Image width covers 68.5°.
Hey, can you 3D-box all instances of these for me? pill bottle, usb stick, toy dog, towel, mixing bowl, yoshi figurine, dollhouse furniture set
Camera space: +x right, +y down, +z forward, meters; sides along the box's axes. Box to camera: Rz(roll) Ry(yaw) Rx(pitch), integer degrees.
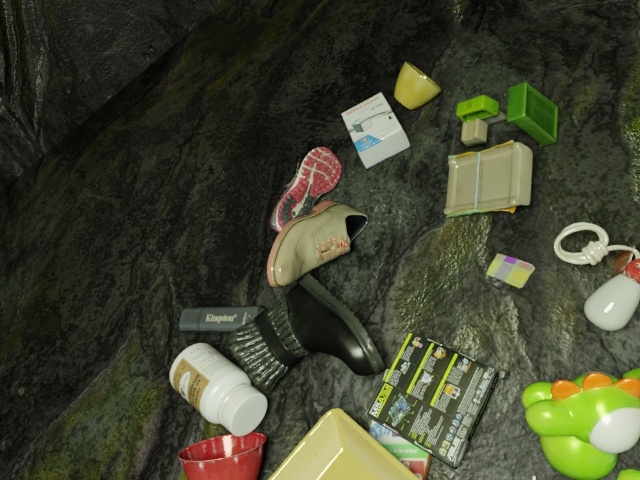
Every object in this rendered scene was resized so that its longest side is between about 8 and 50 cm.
[{"bbox_3d":[-0.234,0.343,1.085,0.229,0.131,0.131,23,71,39],"label":"pill bottle"},{"bbox_3d":[-0.263,0.211,1.254,0.278,0.045,0.077,-5,55,27],"label":"usb stick"},{"bbox_3d":[0.621,0.026,0.840,0.333,0.161,0.220,-34,49,25],"label":"toy dog"},{"bbox_3d":[0.404,0.064,1.000,0.083,0.009,0.060,24,73,40],"label":"towel"},{"bbox_3d":[-0.194,0.471,0.967,0.181,0.181,0.098,-12,82,22],"label":"mixing bowl"},{"bbox_3d":[0.494,0.289,0.705,0.362,0.203,0.203,0,86,15],"label":"yoshi figurine"},{"bbox_3d":[0.432,-0.188,1.128,0.197,0.151,0.301,-6,71,51],"label":"dollhouse furniture set"}]

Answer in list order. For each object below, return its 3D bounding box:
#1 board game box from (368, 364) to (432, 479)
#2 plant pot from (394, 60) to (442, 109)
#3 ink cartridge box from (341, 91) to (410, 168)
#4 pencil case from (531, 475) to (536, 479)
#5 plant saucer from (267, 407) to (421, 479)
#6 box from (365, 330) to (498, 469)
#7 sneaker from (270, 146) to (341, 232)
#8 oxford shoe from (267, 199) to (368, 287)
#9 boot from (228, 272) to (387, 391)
[{"bbox_3d":[0.161,0.367,0.911,0.124,0.039,0.259,4,58,31],"label":"board game box"},{"bbox_3d":[0.270,-0.440,1.369,0.095,0.134,0.134,-50,43,26],"label":"plant pot"},{"bbox_3d":[0.156,-0.322,1.368,0.139,0.082,0.191,-27,50,11],"label":"ink cartridge box"},{"bbox_3d":[0.440,0.397,0.517,0.410,0.160,0.183,-3,71,28],"label":"pencil case"},{"bbox_3d":[0.025,0.502,0.777,0.333,0.081,0.333,-44,35,-16],"label":"plant saucer"},{"bbox_3d":[0.209,0.292,0.886,0.184,0.045,0.191,19,68,35],"label":"box"},{"bbox_3d":[-0.050,-0.149,1.347,0.299,0.121,0.112,-55,19,-24],"label":"sneaker"},{"bbox_3d":[0.000,0.000,1.131,0.130,0.123,0.348,11,37,28],"label":"oxford shoe"},{"bbox_3d":[-0.039,0.244,1.040,0.260,0.131,0.348,-40,37,-10],"label":"boot"}]
